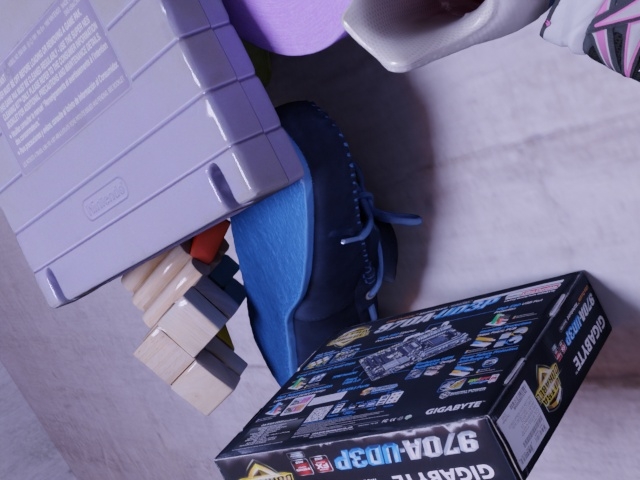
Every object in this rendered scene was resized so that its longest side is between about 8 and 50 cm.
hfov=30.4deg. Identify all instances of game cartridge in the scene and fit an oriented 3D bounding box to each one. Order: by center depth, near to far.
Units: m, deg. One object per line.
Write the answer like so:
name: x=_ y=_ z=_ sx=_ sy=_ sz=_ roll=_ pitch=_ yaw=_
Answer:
game cartridge: x=-0.165 y=-0.093 z=0.877 sx=0.355 sy=0.068 sz=0.230 roll=-24 pitch=88 yaw=53

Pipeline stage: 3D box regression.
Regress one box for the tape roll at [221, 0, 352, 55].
tape roll: x=-0.034 y=-0.254 z=0.707 sx=0.275 sy=0.090 sz=0.274 roll=40 pitch=150 yaw=29

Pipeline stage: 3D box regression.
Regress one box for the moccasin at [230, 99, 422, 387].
moccasin: x=0.000 y=0.000 z=0.929 sx=0.137 sy=0.117 sz=0.342 roll=58 pitch=162 yaw=25

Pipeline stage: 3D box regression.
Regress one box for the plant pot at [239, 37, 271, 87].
plant pot: x=-0.096 y=-0.142 z=0.957 sx=0.083 sy=0.079 sz=0.083 roll=40 pitch=151 yaw=28

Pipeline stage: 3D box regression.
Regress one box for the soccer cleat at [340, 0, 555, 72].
soccer cleat: x=0.084 y=-0.198 z=0.503 sx=0.116 sy=0.143 sz=0.331 roll=45 pitch=152 yaw=22

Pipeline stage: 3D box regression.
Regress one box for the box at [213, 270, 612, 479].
box: x=0.061 y=0.102 z=0.778 sx=0.220 sy=0.175 sz=0.051 roll=-17 pitch=107 yaw=37

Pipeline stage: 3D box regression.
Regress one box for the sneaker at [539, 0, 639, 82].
sneaker: x=0.169 y=-0.134 z=0.539 sx=0.077 sy=0.072 sz=0.178 roll=37 pitch=159 yaw=10

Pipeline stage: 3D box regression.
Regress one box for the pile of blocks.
pile of blocks: x=-0.123 y=-0.028 z=1.058 sx=0.112 sy=0.149 sz=0.362 roll=-46 pitch=58 yaw=33
